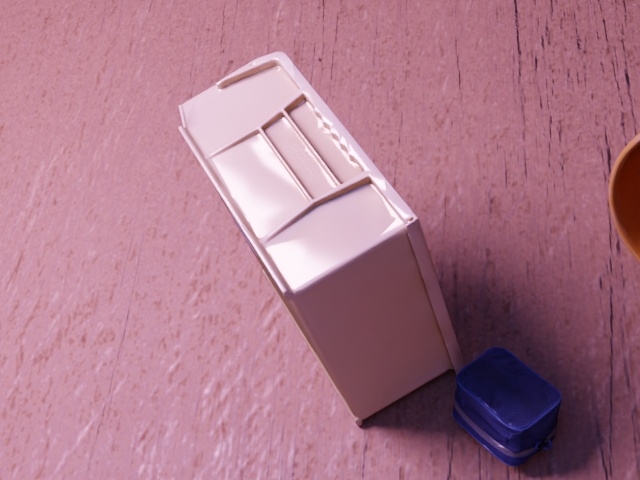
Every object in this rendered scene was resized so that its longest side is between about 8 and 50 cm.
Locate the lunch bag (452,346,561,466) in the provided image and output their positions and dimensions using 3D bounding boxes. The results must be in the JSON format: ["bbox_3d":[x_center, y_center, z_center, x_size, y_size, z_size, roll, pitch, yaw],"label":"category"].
[{"bbox_3d":[0.171,0.155,0.934,0.067,0.065,0.098,-29,50,-25],"label":"lunch bag"}]

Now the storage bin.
[{"bbox_3d":[0.000,0.000,0.970,0.123,0.262,0.260,-31,53,-4],"label":"storage bin"}]

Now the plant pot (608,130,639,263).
[{"bbox_3d":[0.404,-0.068,0.956,0.205,0.205,0.188,24,49,29],"label":"plant pot"}]
